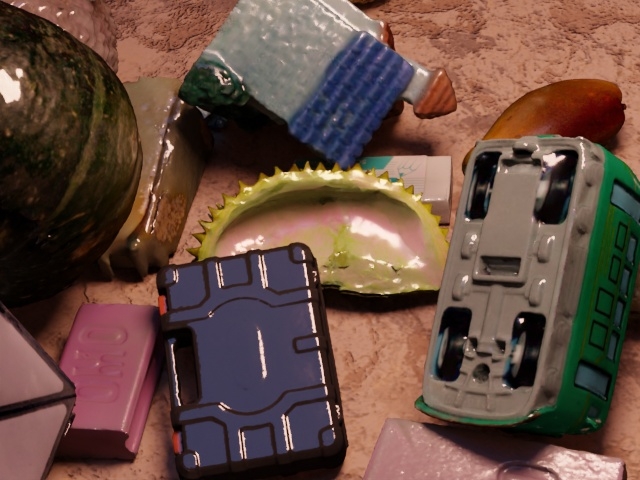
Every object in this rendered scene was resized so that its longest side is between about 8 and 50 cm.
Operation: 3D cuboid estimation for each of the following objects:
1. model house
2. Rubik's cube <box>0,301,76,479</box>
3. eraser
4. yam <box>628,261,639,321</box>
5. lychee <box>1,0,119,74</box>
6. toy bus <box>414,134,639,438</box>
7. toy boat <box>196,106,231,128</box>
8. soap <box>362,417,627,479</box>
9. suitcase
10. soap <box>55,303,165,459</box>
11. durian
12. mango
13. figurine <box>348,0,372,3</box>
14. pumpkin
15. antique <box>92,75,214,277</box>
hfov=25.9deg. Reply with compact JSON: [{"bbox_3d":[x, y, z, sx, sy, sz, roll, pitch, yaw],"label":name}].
[{"bbox_3d":[0.022,-0.213,1.950,0.329,0.295,0.252,30,91,6],"label":"model house"},{"bbox_3d":[-0.496,0.212,1.543,0.306,0.305,0.310,-8,46,27],"label":"Rubik's cube"},{"bbox_3d":[0.069,-0.069,1.924,0.225,0.052,0.096,0,45,9],"label":"eraser"},{"bbox_3d":[0.462,0.039,1.706,0.330,0.133,0.133,-9,46,9],"label":"yam"},{"bbox_3d":[-0.483,-0.288,2.018,0.432,0.380,0.380,-29,45,13],"label":"lychee"},{"bbox_3d":[0.253,0.062,1.596,0.183,0.199,0.344,4,75,44],"label":"toy bus"},{"bbox_3d":[-0.193,-0.195,2.083,0.140,0.059,0.066,14,37,20],"label":"toy boat"},{"bbox_3d":[0.160,0.348,1.475,0.285,0.107,0.296,6,47,19],"label":"soap"},{"bbox_3d":[-0.086,0.148,1.680,0.206,0.066,0.286,-10,63,1],"label":"suitcase"},{"bbox_3d":[-0.268,0.174,1.740,0.122,0.065,0.203,0,47,11],"label":"soap"},{"bbox_3d":[0.000,0.000,1.804,0.351,0.158,0.169,-4,52,2],"label":"durian"},{"bbox_3d":[0.303,-0.141,1.909,0.267,0.111,0.133,-32,65,-21],"label":"mango"},{"bbox_3d":[0.112,-0.502,2.212,0.324,0.222,0.124,-38,54,-25],"label":"figurine"},{"bbox_3d":[-0.439,-0.089,1.690,0.454,0.454,0.344,-5,60,5],"label":"pumpkin"},{"bbox_3d":[-0.250,-0.079,1.947,0.125,0.150,0.284,0,55,16],"label":"antique"}]
